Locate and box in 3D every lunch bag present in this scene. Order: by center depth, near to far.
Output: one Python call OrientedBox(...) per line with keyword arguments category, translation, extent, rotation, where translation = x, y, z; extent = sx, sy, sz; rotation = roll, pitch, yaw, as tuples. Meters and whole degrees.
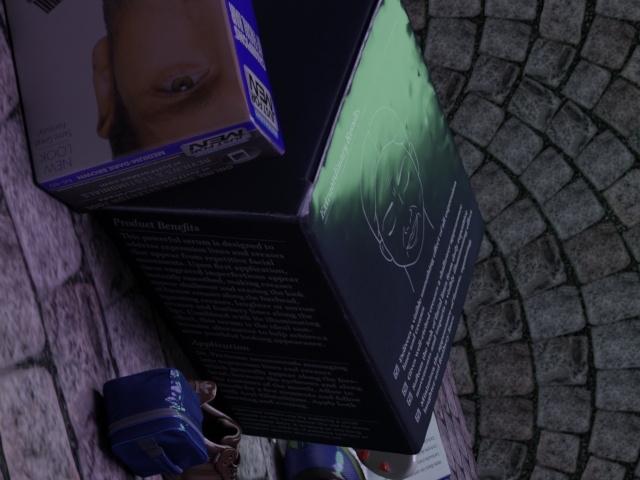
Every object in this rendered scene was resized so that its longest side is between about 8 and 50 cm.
OrientedBox(category="lunch bag", translation=(-0.130, 0.152, 1.233), extent=(0.098, 0.067, 0.065), rotation=(61, 17, -59))

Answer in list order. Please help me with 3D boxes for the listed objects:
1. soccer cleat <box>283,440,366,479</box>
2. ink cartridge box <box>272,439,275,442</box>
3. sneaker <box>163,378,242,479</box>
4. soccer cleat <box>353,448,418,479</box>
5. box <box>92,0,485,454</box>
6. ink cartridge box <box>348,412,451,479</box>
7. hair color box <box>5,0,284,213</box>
OrientedBox(category="soccer cleat", translation=(0.039, 0.316, 1.828), extent=(0.121, 0.093, 0.289), rotation=(-96, 163, -44))
OrientedBox(category="ink cartridge box", translation=(-0.038, 0.142, 1.792), extent=(0.181, 0.061, 0.104), rotation=(-85, 157, -65))
OrientedBox(category="sneaker", translation=(-0.095, 0.194, 1.349), extent=(0.066, 0.071, 0.188), rotation=(-95, 166, -47))
OrientedBox(category="soccer cleat", translation=(0.056, 0.223, 1.818), extent=(0.196, 0.068, 0.076), rotation=(32, -3, 45))
OrientedBox(category="box", translation=(-0.010, -0.022, 1.497), extent=(0.395, 0.212, 0.293), rotation=(65, 37, -48))
OrientedBox(category="ink cartridge box", translation=(0.080, 0.283, 1.986), extent=(0.223, 0.045, 0.224), rotation=(-14, 88, -50))
OrientedBox(category="hair color box", translation=(-0.161, -0.213, 1.284), extent=(0.110, 0.185, 0.339), rotation=(42, 33, -72))
